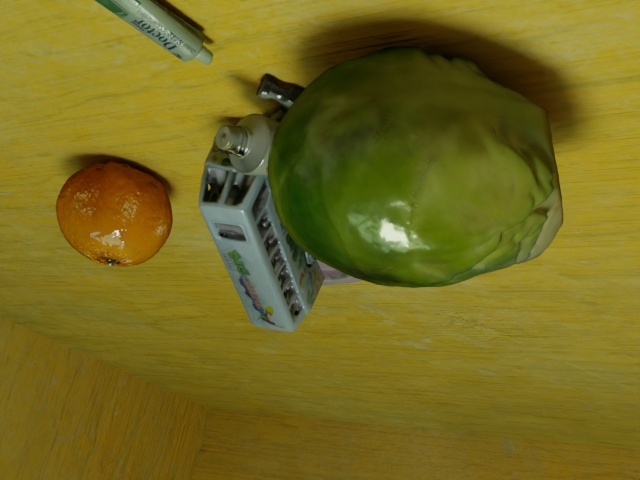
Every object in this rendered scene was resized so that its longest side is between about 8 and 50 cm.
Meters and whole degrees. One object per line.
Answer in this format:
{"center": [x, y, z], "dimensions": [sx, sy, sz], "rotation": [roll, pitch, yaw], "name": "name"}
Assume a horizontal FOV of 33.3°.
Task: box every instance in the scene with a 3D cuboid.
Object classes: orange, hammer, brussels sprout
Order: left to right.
{"center": [-0.340, -0.038, 1.764], "dimensions": [0.193, 0.161, 0.193], "rotation": [15, 157, 6], "name": "orange"}
{"center": [-0.070, -0.154, 1.453], "dimensions": [0.103, 0.029, 0.246], "rotation": [21, 161, -17], "name": "hammer"}
{"center": [0.107, -0.080, 1.216], "dimensions": [0.344, 0.268, 0.344], "rotation": [-1, 178, 0], "name": "brussels sprout"}

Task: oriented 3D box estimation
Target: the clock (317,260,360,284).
{"center": [0.000, 0.000, 1.745], "dimensions": [0.227, 0.090, 0.247], "rotation": [27, 155, -35], "name": "clock"}

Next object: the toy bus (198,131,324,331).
{"center": [-0.085, -0.007, 1.551], "dimensions": [0.109, 0.136, 0.330], "rotation": [10, 145, 22], "name": "toy bus"}

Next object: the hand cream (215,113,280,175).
{"center": [-0.001, -0.103, 1.425], "dimensions": [0.340, 0.078, 0.124], "rotation": [12, 168, -43], "name": "hand cream"}

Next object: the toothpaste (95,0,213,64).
{"center": [-0.207, -0.265, 1.223], "dimensions": [0.064, 0.041, 0.218], "rotation": [-21, 140, 39], "name": "toothpaste"}
